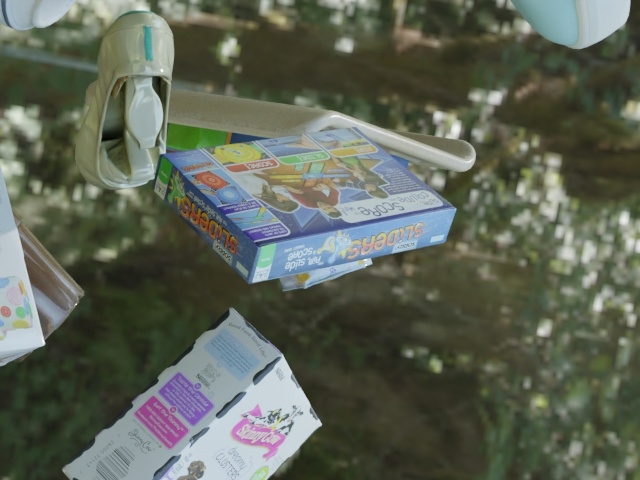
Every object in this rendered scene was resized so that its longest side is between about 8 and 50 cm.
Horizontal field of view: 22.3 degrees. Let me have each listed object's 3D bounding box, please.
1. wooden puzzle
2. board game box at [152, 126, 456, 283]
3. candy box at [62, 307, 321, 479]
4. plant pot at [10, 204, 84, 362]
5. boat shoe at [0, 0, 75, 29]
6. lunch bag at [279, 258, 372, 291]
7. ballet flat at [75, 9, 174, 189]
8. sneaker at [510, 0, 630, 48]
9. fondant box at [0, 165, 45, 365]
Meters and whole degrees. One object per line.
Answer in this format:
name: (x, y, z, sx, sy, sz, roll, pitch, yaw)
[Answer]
wooden puzzle: (-0.042, -0.109, 1.824, 0.348, 0.322, 0.081, 5, 94, -56)
board game box: (-0.011, -0.032, 1.274, 0.136, 0.201, 0.035, 42, -51, 38)
candy box: (-0.104, 0.176, 1.388, 0.196, 0.070, 0.165, -44, 152, -11)
plant pot: (-0.398, 0.055, 2.034, 0.167, 0.165, 0.167, -43, -169, 10)
boat shoe: (-0.125, -0.179, 0.920, 0.095, 0.084, 0.258, -43, 180, -32)
lunch bag: (0.000, 0.000, 1.390, 0.053, 0.083, 0.071, -11, -83, 61)
ballet flat: (-0.171, -0.100, 1.459, 0.248, 0.086, 0.086, 105, -4, -55)
sneaker: (0.047, -0.228, 0.920, 0.366, 0.150, 0.135, 52, 3, -34)
fondant box: (-0.473, 0.027, 1.695, 0.096, 0.330, 0.238, -28, -107, 45)
